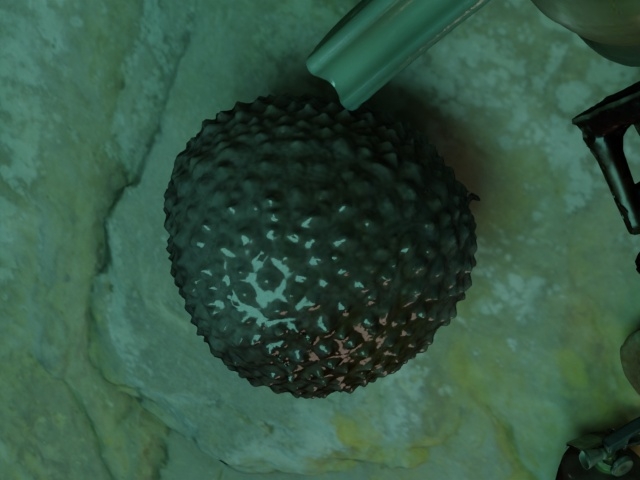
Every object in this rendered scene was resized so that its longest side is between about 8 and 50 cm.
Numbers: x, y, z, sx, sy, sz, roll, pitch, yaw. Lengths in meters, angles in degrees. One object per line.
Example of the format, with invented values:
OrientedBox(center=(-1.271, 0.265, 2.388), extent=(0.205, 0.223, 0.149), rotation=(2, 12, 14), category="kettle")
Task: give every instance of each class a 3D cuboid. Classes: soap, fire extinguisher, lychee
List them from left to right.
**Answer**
OrientedBox(center=(-0.004, 0.001, 1.363), extent=(0.300, 0.300, 0.300), rotation=(14, 129, 18), category="lychee")
OrientedBox(center=(0.087, -0.206, 1.267), extent=(0.066, 0.119, 0.198), rotation=(45, 132, -10), category="soap")
OrientedBox(center=(0.288, 0.286, 1.556), extent=(0.105, 0.105, 0.269), rotation=(18, 130, 15), category="fire extinguisher")

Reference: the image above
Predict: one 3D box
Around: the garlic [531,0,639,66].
OrientedBox(center=(0.197, -0.234, 1.095), extent=(0.132, 0.279, 0.325), rotation=(-45, 56, 16), category="garlic")

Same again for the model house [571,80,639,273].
OrientedBox(center=(0.416, -0.048, 1.109), extent=(0.282, 0.317, 0.297), rotation=(63, 159, -4), category="model house")

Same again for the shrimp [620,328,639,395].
OrientedBox(center=(0.390, 0.153, 1.422), extent=(0.219, 0.046, 0.152), rotation=(45, 144, -10), category="shrimp")
